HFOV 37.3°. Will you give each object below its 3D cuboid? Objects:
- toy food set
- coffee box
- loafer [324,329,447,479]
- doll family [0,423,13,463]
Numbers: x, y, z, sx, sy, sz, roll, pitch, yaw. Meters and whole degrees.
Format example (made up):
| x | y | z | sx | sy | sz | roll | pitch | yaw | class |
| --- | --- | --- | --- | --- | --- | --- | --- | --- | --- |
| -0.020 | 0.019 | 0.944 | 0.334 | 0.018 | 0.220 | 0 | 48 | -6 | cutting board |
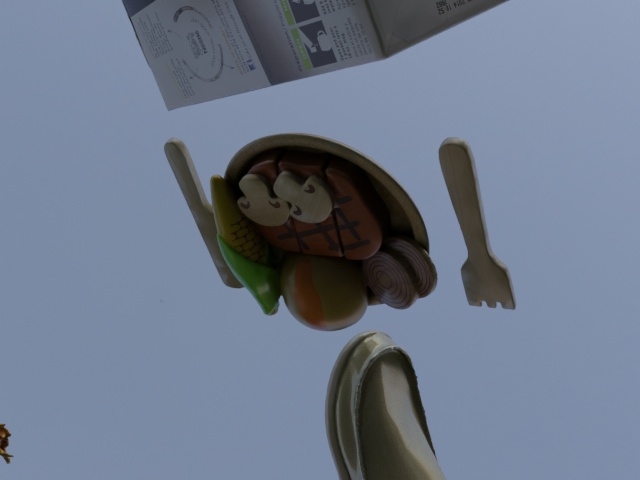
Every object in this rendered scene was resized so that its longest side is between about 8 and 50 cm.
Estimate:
| x | y | z | sx | sy | sz | roll | pitch | yaw | class |
| --- | --- | --- | --- | --- | --- | --- | --- | --- | --- |
| 0.000 | 0.000 | 0.518 | 0.038 | 0.192 | 0.132 | -59 | -40 | -40 | toy food set |
| -0.010 | -0.203 | 0.770 | 0.168 | 0.297 | 0.118 | -31 | -72 | -35 | coffee box |
| 0.072 | 0.214 | 0.864 | 0.102 | 0.092 | 0.268 | -10 | -83 | -45 | loafer |
| -0.306 | 0.174 | 0.665 | 0.263 | 0.163 | 0.118 | 30 | -56 | 0 | doll family |
